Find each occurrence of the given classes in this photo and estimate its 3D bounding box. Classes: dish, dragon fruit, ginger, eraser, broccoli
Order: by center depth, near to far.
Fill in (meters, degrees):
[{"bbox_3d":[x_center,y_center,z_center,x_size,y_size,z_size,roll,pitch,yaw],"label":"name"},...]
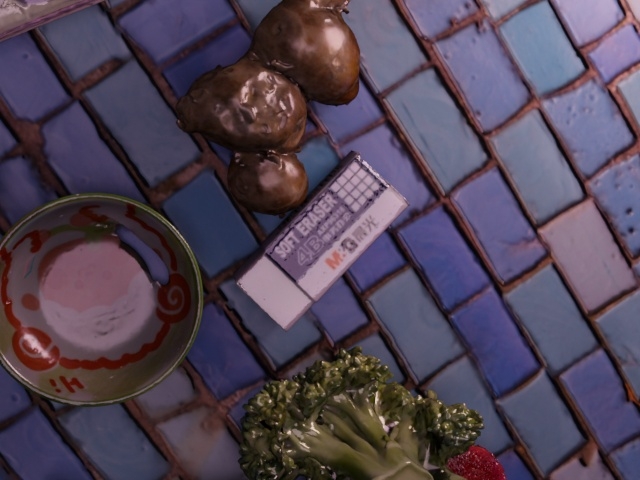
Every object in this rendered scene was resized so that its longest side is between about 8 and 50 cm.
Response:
[{"bbox_3d":[-0.059,-0.234,1.417,0.256,0.176,0.375,31,90,-29],"label":"ginger"},{"bbox_3d":[-0.351,0.085,1.431,0.324,0.124,0.324,-1,95,-16],"label":"dish"},{"bbox_3d":[0.076,0.327,1.459,0.277,0.318,0.338,-57,139,-9],"label":"broccoli"},{"bbox_3d":[0.000,0.000,1.490,0.287,0.086,0.130,-45,100,-1],"label":"eraser"},{"bbox_3d":[0.250,0.439,1.585,0.153,0.153,0.111,-32,141,-4],"label":"dragon fruit"}]

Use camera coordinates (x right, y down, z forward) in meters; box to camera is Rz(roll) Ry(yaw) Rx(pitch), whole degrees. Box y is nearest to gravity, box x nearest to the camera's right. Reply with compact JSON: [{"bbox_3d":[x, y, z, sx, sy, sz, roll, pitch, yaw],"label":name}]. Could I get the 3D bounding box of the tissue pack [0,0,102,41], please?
[{"bbox_3d":[-0.474,-0.420,1.343,0.344,0.125,0.242,-25,99,-8],"label":"tissue pack"}]
